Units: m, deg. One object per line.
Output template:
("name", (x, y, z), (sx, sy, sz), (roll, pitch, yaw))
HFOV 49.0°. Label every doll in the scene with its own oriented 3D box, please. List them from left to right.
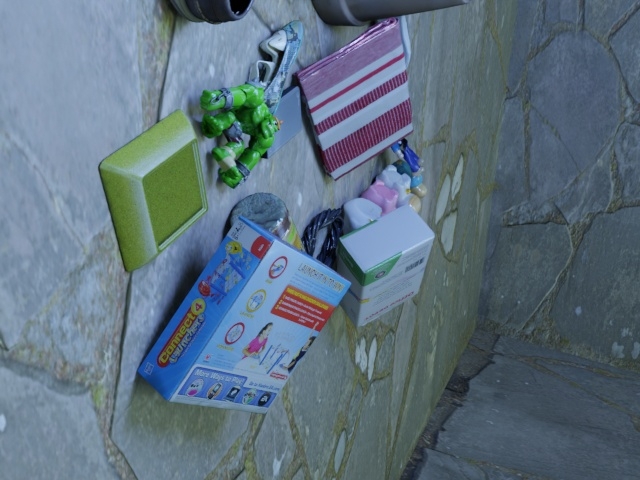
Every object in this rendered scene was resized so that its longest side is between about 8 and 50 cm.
("doll", (0.205, -0.249, 1.830), (0.189, 0.046, 0.129), (45, 31, -30))

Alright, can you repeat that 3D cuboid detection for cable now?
("cable", (0.000, 0.000, 1.617), (0.184, 0.047, 0.150), (-66, 150, -16))

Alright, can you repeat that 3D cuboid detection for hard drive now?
("hard drive", (-0.077, -0.226, 1.325), (0.135, 0.022, 0.094), (-49, 145, -47))

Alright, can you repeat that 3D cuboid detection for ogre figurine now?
("ogre figurine", (-0.131, -0.185, 1.149), (0.118, 0.097, 0.197), (-43, 128, -24))

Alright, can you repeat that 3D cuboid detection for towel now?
("towel", (0.083, -0.287, 1.481), (0.237, 0.037, 0.329), (-32, 146, -8))

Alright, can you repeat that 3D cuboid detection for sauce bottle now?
("sauce bottle", (-0.077, 0.044, 1.378), (0.111, 0.111, 0.344), (-64, 156, -25))

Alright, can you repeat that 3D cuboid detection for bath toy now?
("bath toy", (0.162, -0.083, 1.831), (0.348, 0.151, 0.129), (-40, 166, -50))

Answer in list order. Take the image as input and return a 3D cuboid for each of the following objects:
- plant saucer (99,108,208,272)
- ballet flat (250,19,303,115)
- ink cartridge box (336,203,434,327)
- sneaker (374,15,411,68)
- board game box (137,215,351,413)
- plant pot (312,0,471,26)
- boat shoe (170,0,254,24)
("plant saucer", (-0.229, -0.071, 1.041), (0.188, 0.045, 0.188), (-50, 146, -46))
("ballet flat", (-0.082, -0.312, 1.224), (0.070, 0.070, 0.188), (40, 63, -65))
("ink cartridge box", (0.149, 0.067, 1.722), (0.201, 0.117, 0.278), (-27, 151, -18))
("sneaker", (0.172, -0.497, 1.652), (0.258, 0.094, 0.091), (87, 15, -48))
("board game box", (-0.116, 0.145, 1.221), (0.302, 0.086, 0.308), (-57, 149, 0))
("plant pot", (0.164, -0.567, 1.354), (0.323, 0.280, 0.323), (-43, 141, -50))
("boat shoe", (-0.088, -0.461, 0.960), (0.132, 0.130, 0.355), (1, 112, -60))
